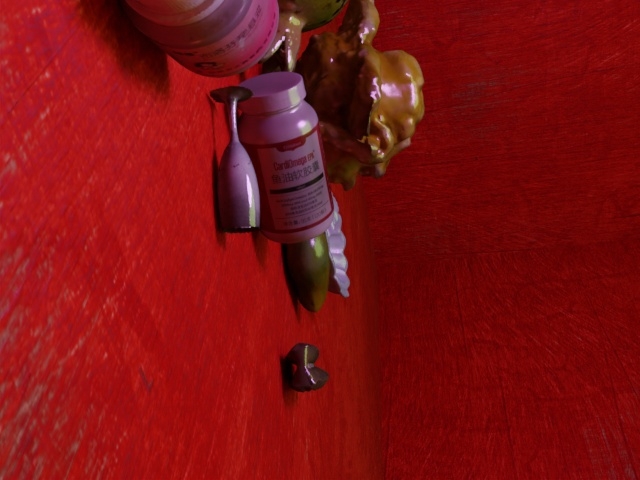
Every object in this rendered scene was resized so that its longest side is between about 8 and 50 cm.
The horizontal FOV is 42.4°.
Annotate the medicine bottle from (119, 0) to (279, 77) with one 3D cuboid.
[{"bbox_3d":[-0.128,-0.256,0.832,0.247,0.147,0.147,8,75,-83],"label":"medicine bottle"}]

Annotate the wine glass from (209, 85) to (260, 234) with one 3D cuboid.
[{"bbox_3d":[-0.114,-0.107,1.121,0.066,0.066,0.198,52,32,-76],"label":"wine glass"}]

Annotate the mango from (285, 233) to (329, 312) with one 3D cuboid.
[{"bbox_3d":[-0.025,0.045,1.606,0.191,0.085,0.122,89,-7,-45],"label":"mango"}]

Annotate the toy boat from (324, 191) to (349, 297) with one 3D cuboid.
[{"bbox_3d":[0.000,0.000,1.748,0.199,0.100,0.290,-90,171,-46],"label":"toy boat"}]

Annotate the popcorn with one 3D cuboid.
[{"bbox_3d":[0.038,-0.264,1.552,0.321,0.325,0.290,-54,135,-27],"label":"popcorn"}]

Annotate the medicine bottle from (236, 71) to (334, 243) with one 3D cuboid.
[{"bbox_3d":[-0.057,-0.128,1.297,0.131,0.131,0.250,-85,166,-59],"label":"medicine bottle"}]

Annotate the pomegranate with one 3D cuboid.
[{"bbox_3d":[-0.060,-0.421,1.394,0.231,0.230,0.286,-51,163,-80],"label":"pomegranate"}]

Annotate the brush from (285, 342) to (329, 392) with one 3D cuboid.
[{"bbox_3d":[-0.020,0.236,1.533,0.301,0.071,0.084,72,9,-81],"label":"brush"}]
